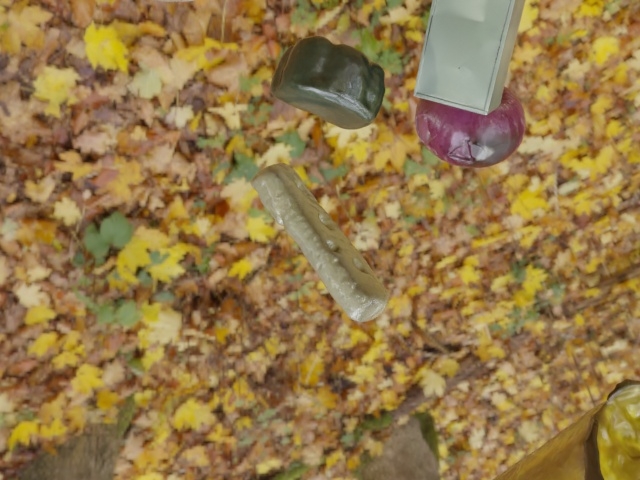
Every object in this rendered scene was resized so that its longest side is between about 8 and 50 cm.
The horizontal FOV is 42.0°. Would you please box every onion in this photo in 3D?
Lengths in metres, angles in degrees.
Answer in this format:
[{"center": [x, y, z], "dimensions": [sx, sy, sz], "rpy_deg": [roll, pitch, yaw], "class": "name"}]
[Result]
[{"center": [0.297, -0.223, 1.619], "dimensions": [0.207, 0.200, 0.200], "rpy_deg": [19, 131, -38], "class": "onion"}]

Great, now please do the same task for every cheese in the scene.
[{"center": [0.000, 0.000, 0.858], "dimensions": [0.043, 0.194, 0.065], "rpy_deg": [-42, 168, 17], "class": "cheese"}]

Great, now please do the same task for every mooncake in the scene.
[{"center": [0.013, -0.240, 1.293], "dimensions": [0.169, 0.104, 0.175], "rpy_deg": [6, 165, 26], "class": "mooncake"}]

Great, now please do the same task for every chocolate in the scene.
[{"center": [0.193, 0.289, 0.800], "dimensions": [0.162, 0.162, 0.445], "rpy_deg": [9, 146, -18], "class": "chocolate"}]

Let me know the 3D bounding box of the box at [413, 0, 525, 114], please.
[{"center": [0.243, -0.332, 1.343], "dimensions": [0.130, 0.086, 0.225], "rpy_deg": [19, 115, 20], "class": "box"}]
